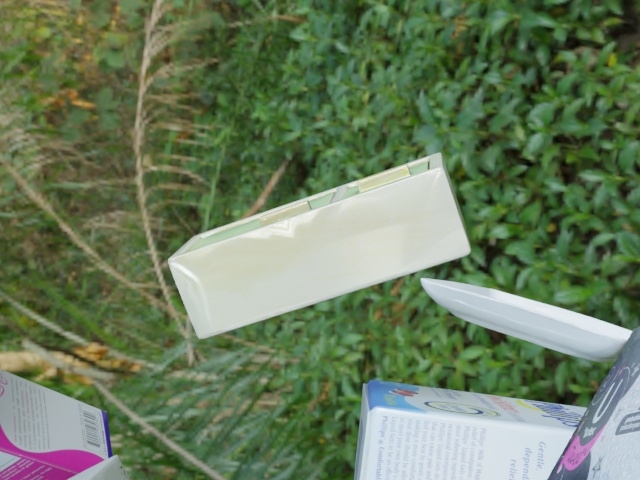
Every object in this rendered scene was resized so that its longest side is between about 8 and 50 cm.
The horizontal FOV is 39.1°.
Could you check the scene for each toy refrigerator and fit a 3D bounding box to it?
[{"bbox_3d":[0.000,0.000,0.866,0.102,0.269,0.094,-62,-47,-75],"label":"toy refrigerator"}]

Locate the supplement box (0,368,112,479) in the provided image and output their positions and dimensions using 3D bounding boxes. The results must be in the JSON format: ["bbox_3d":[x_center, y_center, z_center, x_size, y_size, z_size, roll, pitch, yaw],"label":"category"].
[{"bbox_3d":[-0.369,0.246,1.092,0.114,0.220,0.111,-32,49,16],"label":"supplement box"}]

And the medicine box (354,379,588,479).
[{"bbox_3d":[0.182,0.245,0.936,0.263,0.289,0.149,62,-146,-86],"label":"medicine box"}]

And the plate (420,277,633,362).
[{"bbox_3d":[0.305,0.113,1.228,0.278,0.277,0.045,17,94,32],"label":"plate"}]

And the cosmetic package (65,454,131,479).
[{"bbox_3d":[-0.235,0.336,0.818,0.197,0.155,0.365,61,175,2],"label":"cosmetic package"}]

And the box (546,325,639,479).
[{"bbox_3d":[0.266,0.136,0.598,0.163,0.142,0.247,-55,-11,-12],"label":"box"}]
